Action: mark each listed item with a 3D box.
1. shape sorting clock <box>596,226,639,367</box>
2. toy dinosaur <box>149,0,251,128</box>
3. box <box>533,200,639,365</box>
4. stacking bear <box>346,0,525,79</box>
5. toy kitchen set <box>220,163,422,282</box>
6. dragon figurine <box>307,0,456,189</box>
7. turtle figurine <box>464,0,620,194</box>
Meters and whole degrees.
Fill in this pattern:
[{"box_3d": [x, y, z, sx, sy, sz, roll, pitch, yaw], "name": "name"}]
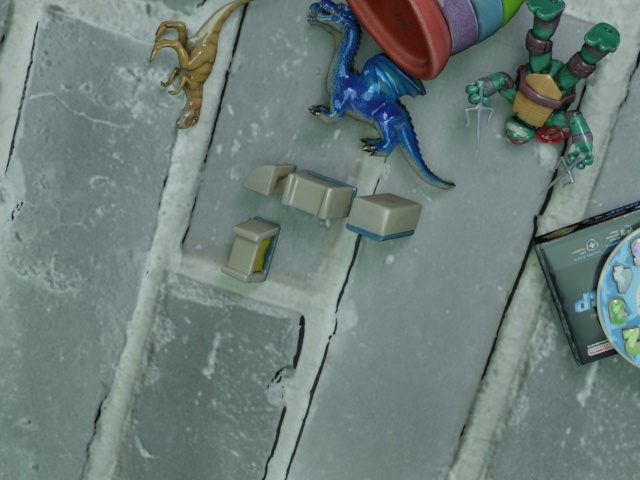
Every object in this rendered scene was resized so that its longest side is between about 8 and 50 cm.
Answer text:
[{"box_3d": [0.450, 0.072, 1.318, 0.206, 0.040, 0.206, 1, 102, 5], "name": "shape sorting clock"}, {"box_3d": [-0.158, -0.252, 1.376, 0.112, 0.064, 0.212, 19, 112, -16], "name": "toy dinosaur"}, {"box_3d": [0.407, 0.045, 1.365, 0.220, 0.051, 0.175, -19, 99, 9], "name": "box"}, {"box_3d": [0.189, -0.336, 1.241, 0.289, 0.175, 0.164, -39, 114, -11], "name": "stacking bear"}, {"box_3d": [0.000, 0.000, 1.388, 0.207, 0.122, 0.166, 21, 104, 22], "name": "toy kitchen set"}, {"box_3d": [0.083, -0.186, 1.339, 0.289, 0.085, 0.144, 36, 103, 0], "name": "dragon figurine"}, {"box_3d": [0.265, -0.175, 1.288, 0.175, 0.118, 0.234, 19, 133, 1], "name": "turtle figurine"}]
